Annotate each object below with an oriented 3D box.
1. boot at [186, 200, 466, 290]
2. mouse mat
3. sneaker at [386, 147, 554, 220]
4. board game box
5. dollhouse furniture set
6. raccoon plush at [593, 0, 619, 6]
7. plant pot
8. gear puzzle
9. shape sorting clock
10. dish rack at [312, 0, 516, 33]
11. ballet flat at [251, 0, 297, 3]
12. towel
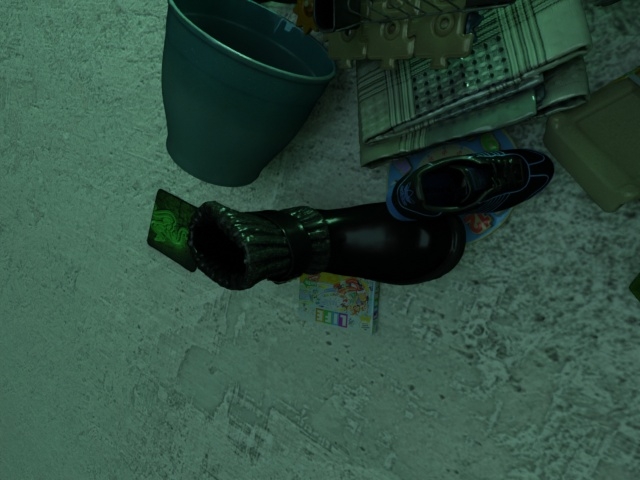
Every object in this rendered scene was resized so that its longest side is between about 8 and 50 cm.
[{"bbox_3d":[-0.001,0.004,0.589,0.348,0.260,0.131,-4,86,40],"label":"boot"},{"bbox_3d":[-0.346,-0.026,0.972,0.190,0.007,0.152,26,106,28],"label":"mouse mat"},{"bbox_3d":[0.202,-0.071,0.506,0.233,0.090,0.081,-15,90,-9],"label":"sneaker"},{"bbox_3d":[0.031,0.105,0.739,0.154,0.026,0.103,5,96,31],"label":"board game box"},{"bbox_3d":[0.428,-0.057,0.466,0.198,0.151,0.301,-29,56,14],"label":"dollhouse furniture set"},{"bbox_3d":[0.303,-0.398,0.316,0.216,0.446,0.299,-17,100,32],"label":"raccoon plush"},{"bbox_3d":[-0.148,-0.241,0.702,0.271,0.272,0.255,48,129,20],"label":"plant pot"},{"bbox_3d":[0.081,-0.342,0.593,0.339,0.044,0.175,20,114,40],"label":"gear puzzle"},{"bbox_3d":[0.195,-0.092,0.619,0.206,0.040,0.206,2,94,31],"label":"shape sorting clock"},{"bbox_3d":[0.111,-0.360,0.464,0.272,0.074,0.208,18,118,39],"label":"dish rack"},{"bbox_3d":[-0.104,-0.489,0.740,0.281,0.096,0.095,18,104,29],"label":"ballet flat"},{"bbox_3d":[0.177,-0.286,0.570,0.312,0.056,0.323,-12,74,32],"label":"towel"}]
